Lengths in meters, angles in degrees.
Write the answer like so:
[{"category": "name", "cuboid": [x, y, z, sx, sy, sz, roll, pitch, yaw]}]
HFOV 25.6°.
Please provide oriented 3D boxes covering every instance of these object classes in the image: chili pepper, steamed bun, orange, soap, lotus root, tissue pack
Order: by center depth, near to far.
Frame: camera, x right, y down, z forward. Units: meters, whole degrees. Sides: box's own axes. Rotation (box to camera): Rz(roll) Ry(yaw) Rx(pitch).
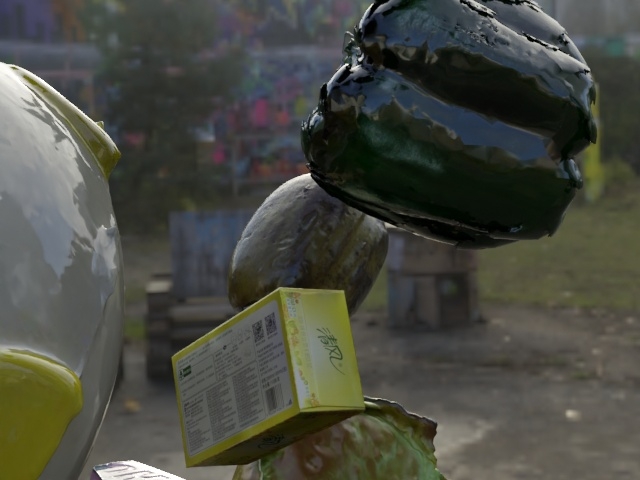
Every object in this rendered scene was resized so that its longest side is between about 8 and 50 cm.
[{"category": "steamed bun", "cuboid": [-0.272, 0.040, 0.784, 0.333, 0.334, 0.374, -2, 44, -1]}, {"category": "tissue pack", "cuboid": [-0.044, 0.108, 1.079, 0.062, 0.095, 0.176, 2, -22, -33]}, {"category": "chili pepper", "cuboid": [0.125, -0.114, 1.317, 0.256, 0.249, 0.233, 22, 18, 2]}, {"category": "orange", "cuboid": [0.021, 0.319, 1.401, 0.196, 0.335, 0.262, -20, 18, 30]}, {"category": "soap", "cuboid": [-0.196, 0.289, 1.559, 0.149, 0.056, 0.100, 12, 6, 38]}, {"category": "lotus root", "cuboid": [-0.001, 0.001, 1.563, 0.154, 0.154, 0.278, 3, 49, 41]}]

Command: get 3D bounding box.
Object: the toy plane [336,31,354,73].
[{"category": "toy plane", "cuboid": [0.077, -0.146, 1.522, 0.082, 0.160, 0.234, -11, 37, -23]}]
